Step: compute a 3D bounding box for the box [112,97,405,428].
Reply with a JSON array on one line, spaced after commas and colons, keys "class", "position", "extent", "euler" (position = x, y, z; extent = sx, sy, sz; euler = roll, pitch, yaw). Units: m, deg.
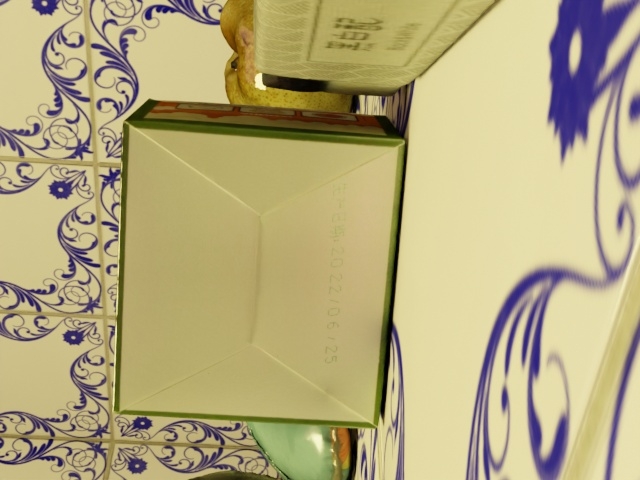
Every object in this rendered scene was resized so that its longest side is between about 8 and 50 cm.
[{"class": "box", "position": [-0.043, 0.009, 0.762], "extent": [0.148, 0.177, 0.195], "euler": [-103, 16, -77]}]

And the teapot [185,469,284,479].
[{"class": "teapot", "position": [-0.086, 0.354, 0.956], "extent": [0.305, 0.223, 0.285], "euler": [-86, 8, -60]}]

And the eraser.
[{"class": "eraser", "position": [0.016, -0.137, 0.528], "extent": [0.404, 0.098, 0.096], "euler": [-174, 87, -87]}]

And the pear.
[{"class": "pear", "position": [-0.030, -0.181, 1.132], "extent": [0.167, 0.136, 0.167], "euler": [173, 90, -71]}]

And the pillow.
[{"class": "pillow", "position": [-0.025, 0.109, 0.966], "extent": [0.214, 0.086, 0.233], "euler": [-143, 47, -67]}]
